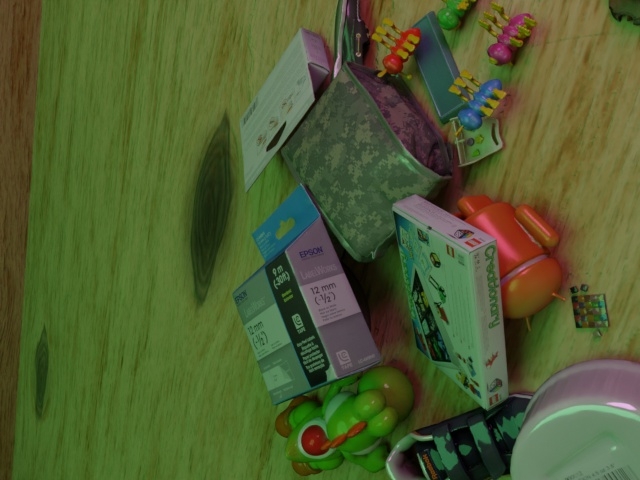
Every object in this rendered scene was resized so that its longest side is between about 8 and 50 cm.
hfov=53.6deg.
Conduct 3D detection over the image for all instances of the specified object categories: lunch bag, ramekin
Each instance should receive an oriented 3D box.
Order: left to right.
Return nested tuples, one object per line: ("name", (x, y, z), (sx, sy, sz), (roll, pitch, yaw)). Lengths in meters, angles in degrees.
("lunch bag", (0.094, -0.131, 1.126), (0.235, 0.169, 0.286), (-49, 56, 36))
("ramekin", (0.395, 0.312, 0.853), (0.277, 0.135, 0.276), (4, 99, 31))

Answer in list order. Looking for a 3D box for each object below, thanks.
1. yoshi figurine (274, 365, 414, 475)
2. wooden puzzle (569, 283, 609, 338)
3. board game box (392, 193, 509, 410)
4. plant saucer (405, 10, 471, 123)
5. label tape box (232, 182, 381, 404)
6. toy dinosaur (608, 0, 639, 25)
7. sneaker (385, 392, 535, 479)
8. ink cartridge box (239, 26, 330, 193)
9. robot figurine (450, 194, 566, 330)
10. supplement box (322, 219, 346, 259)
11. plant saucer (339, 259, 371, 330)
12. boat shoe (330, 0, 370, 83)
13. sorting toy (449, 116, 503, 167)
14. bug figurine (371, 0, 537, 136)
("yoshi figurine", (0.063, 0.346, 1.242), (0.362, 0.204, 0.202), (-41, 30, 53))
("wooden puzzle", (0.405, 0.106, 0.952), (0.049, 0.006, 0.083), (-10, 87, 45))
("board game box", (0.205, 0.097, 0.996), (0.193, 0.053, 0.305), (41, 150, 53))
("plant saucer", (0.202, -0.303, 1.106), (0.067, 0.018, 0.191), (-31, 74, 43))
("label tape box", (-0.057, 0.106, 1.176), (0.249, 0.115, 0.347), (-38, 73, 52))
("toy dinosaur", (0.470, -0.400, 0.759), (0.200, 0.127, 0.295), (48, 120, 39))
("sneaker", (0.247, 0.351, 1.056), (0.321, 0.128, 0.126), (-38, 67, 39))
("ink cartridge box", (-0.075, -0.257, 1.295), (0.275, 0.060, 0.238), (-48, 39, 37))
("robot figurine", (0.282, 0.030, 0.984), (0.158, 0.128, 0.219), (-35, 65, 4))
("supplement box", (0.000, 0.000, 1.292), (0.083, 0.083, 0.056), (38, 119, 36))
("plant saucer", (-0.009, 0.164, 1.352), (0.278, 0.041, 0.277), (7, 100, 44))
("boat shoe", (0.060, -0.374, 1.208), (0.081, 0.069, 0.227), (-134, 49, -82))
("sorting toy", (0.262, -0.168, 1.046), (0.075, 0.045, 0.083), (-11, 86, 38))
("bug figurine", (0.223, -0.305, 1.024), (0.216, 0.072, 0.279), (-51, 56, 13))
